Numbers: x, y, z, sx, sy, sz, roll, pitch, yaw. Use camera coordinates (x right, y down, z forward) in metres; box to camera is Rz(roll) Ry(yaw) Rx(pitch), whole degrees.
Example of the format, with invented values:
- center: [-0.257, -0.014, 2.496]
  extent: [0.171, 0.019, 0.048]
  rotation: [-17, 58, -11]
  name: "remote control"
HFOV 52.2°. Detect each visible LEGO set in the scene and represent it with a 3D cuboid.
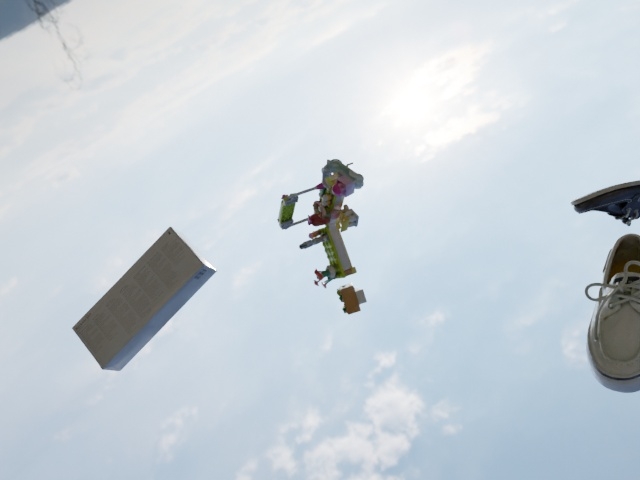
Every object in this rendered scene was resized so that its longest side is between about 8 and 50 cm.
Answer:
- center: [0.000, 0.000, 1.077]
  extent: [0.107, 0.287, 0.132]
  rotation: [-21, -142, -25]
  name: "LEGO set"

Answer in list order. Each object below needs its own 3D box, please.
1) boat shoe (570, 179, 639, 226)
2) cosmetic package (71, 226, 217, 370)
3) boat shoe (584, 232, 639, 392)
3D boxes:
- center: [0.476, -0.056, 0.987]
  extent: [0.206, 0.065, 0.075]
  rotation: [-10, 176, -16]
  name: "boat shoe"
- center: [-0.293, 0.099, 1.093]
  extent: [0.239, 0.060, 0.099]
  rotation: [-45, -110, 2]
  name: "cosmetic package"
- center: [0.584, 0.109, 1.244]
  extent: [0.136, 0.156, 0.367]
  rotation: [2, -142, 33]
  name: "boat shoe"
